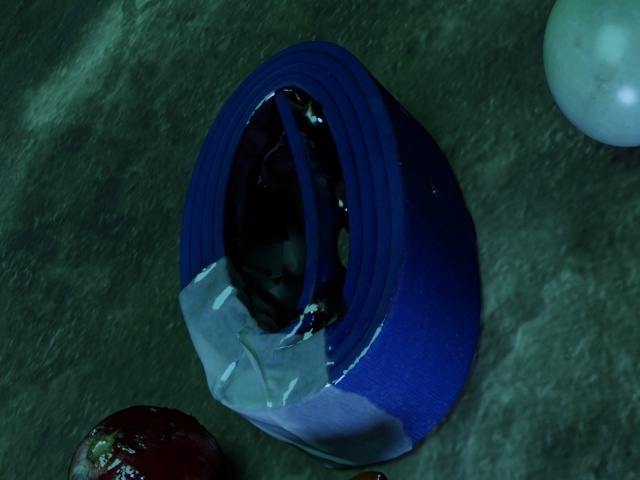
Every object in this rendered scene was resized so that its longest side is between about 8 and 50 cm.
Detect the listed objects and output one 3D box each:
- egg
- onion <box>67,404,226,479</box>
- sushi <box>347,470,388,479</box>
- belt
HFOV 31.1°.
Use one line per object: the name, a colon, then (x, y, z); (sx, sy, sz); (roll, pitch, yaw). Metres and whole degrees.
egg: (0.212, -0.134, 0.799); (0.114, 0.114, 0.152); (-24, 44, 28)
onion: (-0.133, 0.188, 0.882); (0.131, 0.131, 0.131); (-23, 49, 29)
sushi: (-0.031, 0.227, 0.770); (0.226, 0.103, 0.097); (-32, 79, 41)
belt: (0.000, 0.000, 0.893); (0.212, 0.117, 0.347); (-29, 46, 22)
